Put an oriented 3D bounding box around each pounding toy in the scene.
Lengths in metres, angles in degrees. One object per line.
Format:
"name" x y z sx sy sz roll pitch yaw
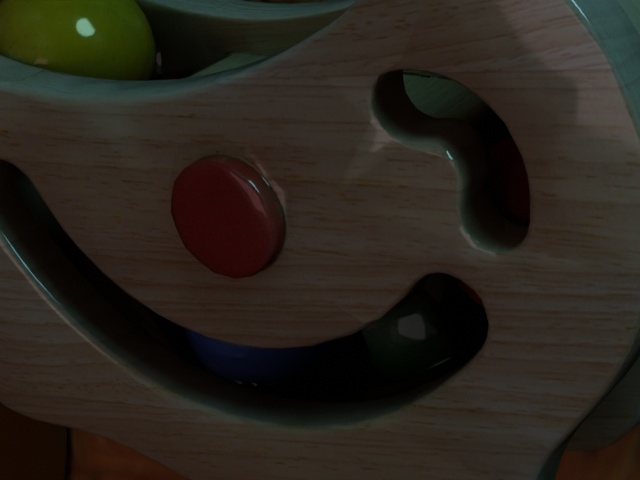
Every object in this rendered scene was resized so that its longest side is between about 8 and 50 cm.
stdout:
"pounding toy" 0.000 0.000 0.378 0.269 0.155 0.154 17 122 29

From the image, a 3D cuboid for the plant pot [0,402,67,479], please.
"plant pot" -0.217 0.064 0.552 0.205 0.188 0.205 16 119 32
